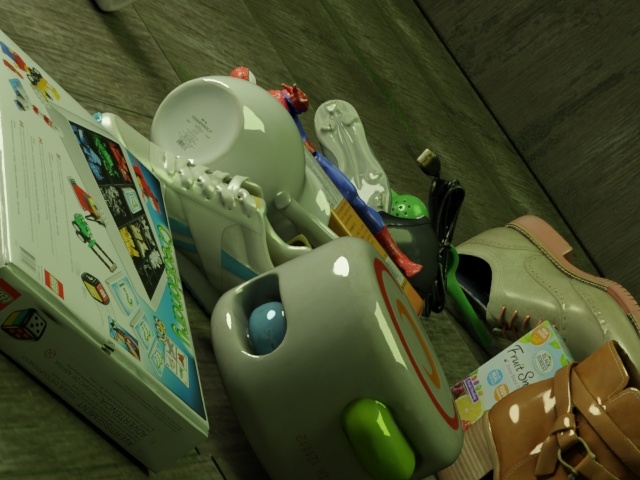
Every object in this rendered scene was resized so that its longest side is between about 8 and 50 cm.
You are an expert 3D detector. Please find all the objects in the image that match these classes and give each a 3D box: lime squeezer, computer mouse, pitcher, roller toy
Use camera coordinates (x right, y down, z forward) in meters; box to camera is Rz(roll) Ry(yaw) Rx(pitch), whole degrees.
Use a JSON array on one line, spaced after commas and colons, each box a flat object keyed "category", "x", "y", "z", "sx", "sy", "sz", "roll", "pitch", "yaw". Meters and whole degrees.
[{"category": "lime squeezer", "x": 0.119, "y": 0.007, "z": 2.316, "sx": 0.310, "sy": 0.059, "sz": 0.110, "roll": 54, "pitch": -19, "yaw": 0}, {"category": "computer mouse", "x": 0.117, "y": -0.016, "z": 2.101, "sx": 0.262, "sy": 0.060, "sz": 0.184, "roll": 22, "pitch": 73, "yaw": -67}, {"category": "pitcher", "x": -0.049, "y": -0.049, "z": 1.638, "sx": 0.178, "sy": 0.125, "sz": 0.207, "roll": 38, "pitch": -3, "yaw": 28}, {"category": "roller toy", "x": 0.008, "y": 0.107, "z": 1.426, "sx": 0.191, "sy": 0.146, "sz": 0.209, "roll": 66, "pitch": 9, "yaw": 11}]

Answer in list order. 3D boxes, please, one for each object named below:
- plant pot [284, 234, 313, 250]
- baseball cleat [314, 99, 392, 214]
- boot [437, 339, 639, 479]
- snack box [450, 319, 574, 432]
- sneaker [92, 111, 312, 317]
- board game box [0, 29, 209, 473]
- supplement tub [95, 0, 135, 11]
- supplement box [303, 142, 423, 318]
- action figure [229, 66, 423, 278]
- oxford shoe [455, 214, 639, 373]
[{"category": "plant pot", "x": -0.019, "y": 0.058, "z": 1.611, "sx": 0.081, "sy": 0.081, "sz": 0.083, "roll": 59, "pitch": 6, "yaw": 22}, {"category": "baseball cleat", "x": 0.044, "y": -0.065, "z": 2.156, "sx": 0.109, "sy": 0.072, "sz": 0.206, "roll": 70, "pitch": 7, "yaw": -55}, {"category": "boot", "x": 0.252, "y": 0.249, "z": 1.754, "sx": 0.109, "sy": 0.220, "sz": 0.283, "roll": 39, "pitch": 20, "yaw": -49}, {"category": "snack box", "x": 0.206, "y": 0.163, "z": 1.986, "sx": 0.037, "sy": 0.141, "sz": 0.100, "roll": 42, "pitch": 18, "yaw": -39}, {"category": "sneaker", "x": -0.099, "y": -0.026, "z": 1.508, "sx": 0.228, "sy": 0.092, "sz": 0.087, "roll": 47, "pitch": 17, "yaw": -25}, {"category": "board game box", "x": -0.171, "y": -0.003, "z": 1.279, "sx": 0.193, "sy": 0.053, "sz": 0.305, "roll": 45, "pitch": 16, "yaw": -32}, {"category": "supplement tub", "x": -0.209, "y": -0.281, "z": 1.811, "sx": 0.107, "sy": 0.071, "sz": 0.071, "roll": 57, "pitch": 13, "yaw": 7}, {"category": "supplement box", "x": 0.000, "y": 0.000, "z": 1.822, "sx": 0.233, "sy": 0.078, "sz": 0.080, "roll": 53, "pitch": 16, "yaw": -3}, {"category": "action figure", "x": -0.007, "y": -0.060, "z": 1.909, "sx": 0.280, "sy": 0.091, "sz": 0.139, "roll": 54, "pitch": 4, "yaw": -2}, {"category": "oxford shoe", "x": 0.290, "y": 0.108, "z": 2.341, "sx": 0.397, "sy": 0.146, "sz": 0.140, "roll": -135, "pitch": -145, "yaw": -54}]
